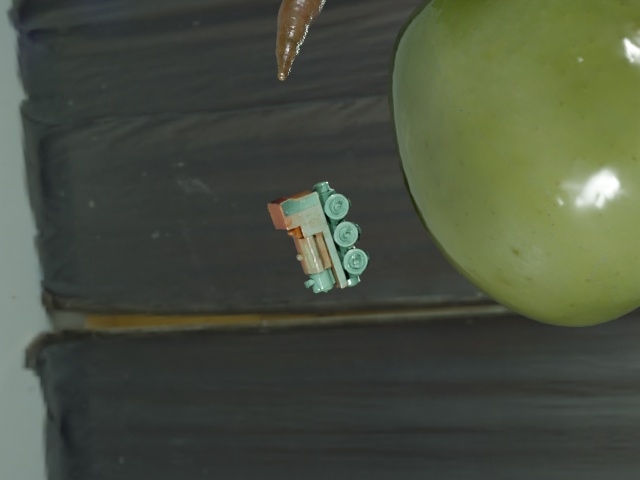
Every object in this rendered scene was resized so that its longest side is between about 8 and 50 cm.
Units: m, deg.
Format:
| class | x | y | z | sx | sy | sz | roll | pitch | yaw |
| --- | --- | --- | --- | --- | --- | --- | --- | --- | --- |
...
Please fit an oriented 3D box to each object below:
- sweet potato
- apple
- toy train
| class | x | y | z | sx | sy | sz | roll | pitch | yaw |
| --- | --- | --- | --- | --- | --- | --- | --- | --- | --- |
| sweet potato | -0.022 | -0.301 | 1.381 | 0.068 | 0.068 | 0.226 | 41 | 49 | -61 |
| apple | 0.225 | -0.103 | 0.945 | 0.357 | 0.357 | 0.357 | -4 | 90 | -69 |
| toy train | 0.000 | 0.000 | 1.706 | 0.074 | 0.118 | 0.175 | 19 | -52 | 69 |
